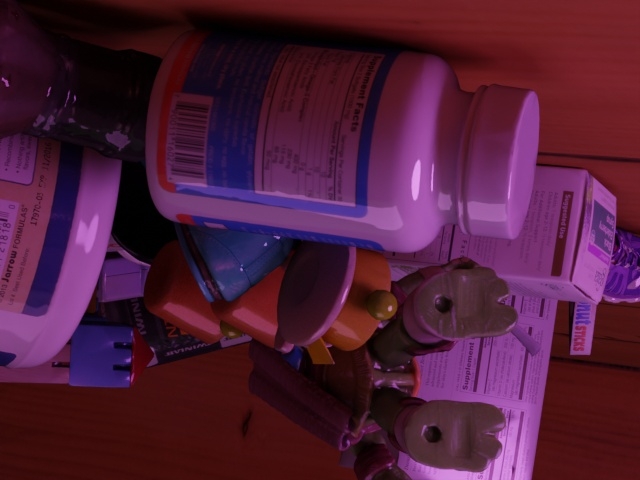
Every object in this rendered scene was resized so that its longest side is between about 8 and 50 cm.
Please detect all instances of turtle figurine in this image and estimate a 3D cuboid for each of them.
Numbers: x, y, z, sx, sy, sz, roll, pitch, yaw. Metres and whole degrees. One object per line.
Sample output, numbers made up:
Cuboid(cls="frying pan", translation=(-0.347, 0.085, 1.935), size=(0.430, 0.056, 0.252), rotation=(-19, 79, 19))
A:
Cuboid(cls="turtle figurine", translation=(0.100, 0.111, 1.360), size=(0.275, 0.198, 0.266), rotation=(40, 166, -5))

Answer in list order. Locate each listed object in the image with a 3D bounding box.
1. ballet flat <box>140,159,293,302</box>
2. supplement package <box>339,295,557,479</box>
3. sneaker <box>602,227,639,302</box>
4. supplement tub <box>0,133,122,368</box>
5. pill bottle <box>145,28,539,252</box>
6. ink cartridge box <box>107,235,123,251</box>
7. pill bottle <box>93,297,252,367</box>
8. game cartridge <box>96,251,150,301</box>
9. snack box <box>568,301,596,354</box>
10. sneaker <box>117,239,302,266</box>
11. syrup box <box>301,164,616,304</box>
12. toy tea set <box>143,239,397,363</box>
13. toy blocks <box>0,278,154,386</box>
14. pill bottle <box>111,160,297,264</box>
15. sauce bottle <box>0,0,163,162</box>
Cuboid(cls="ballet flat", translation=(-0.078, -0.050, 1.278), size=(0.247, 0.087, 0.083), rotation=(58, 173, 48))
Cuboid(cls="supplement package", translation=(0.130, 0.118, 1.880), size=(0.145, 0.261, 0.204), rotation=(11, 173, -14))
Cuboid(cls="sneaker", translation=(0.257, 0.014, 1.668), size=(0.170, 0.068, 0.071), rotation=(14, 167, -30))
Cuboid(cls="supplement tub", translation=(-0.313, -0.047, 1.236), size=(0.316, 0.228, 0.228), rotation=(12, 173, -21))
Cuboid(cls="pill bottle", translation=(0.016, -0.058, 1.121), size=(0.222, 0.124, 0.124), rotation=(8, 174, 14))
Cuboid(cls="ink cartridge box", translation=(-0.250, -0.052, 1.576), size=(0.148, 0.086, 0.203), rotation=(-4, 165, 18))
Cuboid(cls="pill bottle", translation=(-0.187, 0.086, 2.293), size=(0.246, 0.130, 0.130), rotation=(-15, 175, -3))
Cuboid(cls="game cartridge", translation=(-0.197, 0.017, 2.064), size=(0.230, 0.068, 0.355), rotation=(-1, -176, 37))
Cuboid(cls="snack box", translation=(0.229, 0.033, 1.594), size=(0.022, 0.064, 0.178), rotation=(1, 151, 6))
Cuboid(cls="sneaker", translation=(-0.080, -0.014, 1.781), size=(0.235, 0.094, 0.153), rotation=(10, 172, -18))
Cuboid(cls="syrup box", translation=(0.112, -0.012, 1.498), size=(0.237, 0.096, 0.093), rotation=(5, 171, 24))
Cuboid(cls="toy tea set", translation=(0.000, 0.000, 1.332), size=(0.124, 0.200, 0.336), rotation=(22, 168, -26))
Cuboid(cls="toy blocks", translation=(-0.292, 0.058, 1.522), size=(0.261, 0.190, 0.381), rotation=(3, 180, -19))
Cuboid(cls="pill bottle", translation=(-0.095, -0.023, 1.600), size=(0.123, 0.122, 0.219), rotation=(8, 174, 17))
Cuboid(cls="sauce bottle", translation=(-0.255, -0.113, 1.087), size=(0.344, 0.111, 0.111), rotation=(15, 172, -29))
